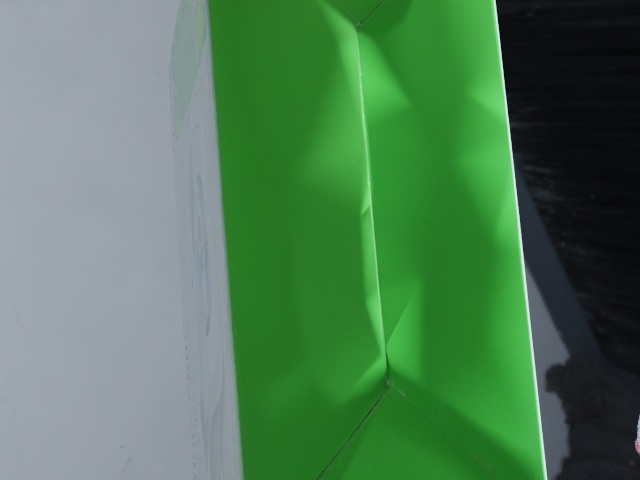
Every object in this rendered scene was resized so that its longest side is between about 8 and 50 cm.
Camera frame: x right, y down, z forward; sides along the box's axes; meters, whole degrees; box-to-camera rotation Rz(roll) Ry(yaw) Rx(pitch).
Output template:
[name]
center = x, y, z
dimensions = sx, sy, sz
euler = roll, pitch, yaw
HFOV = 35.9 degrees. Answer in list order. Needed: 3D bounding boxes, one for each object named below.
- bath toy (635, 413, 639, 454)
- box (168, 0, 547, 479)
[bath toy]
center = 0.231, 0.218, 0.495
dimensions = 0.129, 0.151, 0.348
euler = -15, 93, -66
[box]
center = 0.000, 0.000, 0.485
dimensions = 0.126, 0.231, 0.262
euler = -3, 83, -13
